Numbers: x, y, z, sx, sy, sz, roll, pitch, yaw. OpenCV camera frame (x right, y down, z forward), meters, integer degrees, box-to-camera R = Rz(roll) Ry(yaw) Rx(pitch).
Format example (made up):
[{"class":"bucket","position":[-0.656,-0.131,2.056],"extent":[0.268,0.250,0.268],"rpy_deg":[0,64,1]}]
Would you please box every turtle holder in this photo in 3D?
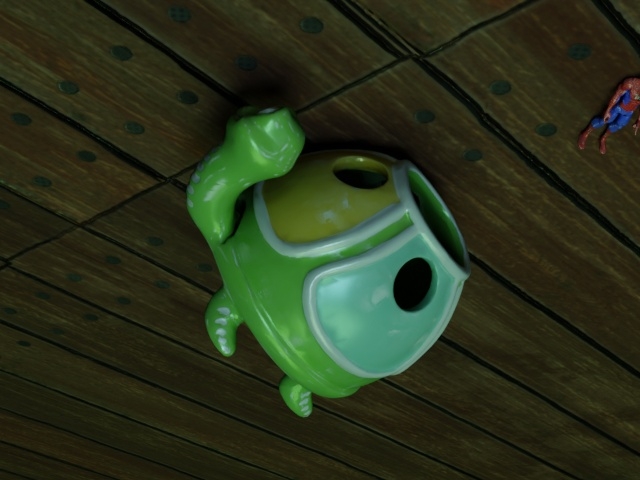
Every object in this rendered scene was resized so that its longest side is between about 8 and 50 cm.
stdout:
[{"class":"turtle holder","position":[0.007,-0.001,1.029],"extent":[0.227,0.243,0.320],"rpy_deg":[-28,99,21]}]

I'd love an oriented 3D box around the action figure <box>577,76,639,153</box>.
[{"class":"action figure","position":[0.285,-0.121,0.947],"extent":[0.038,0.030,0.115],"rpy_deg":[15,147,-8]}]
